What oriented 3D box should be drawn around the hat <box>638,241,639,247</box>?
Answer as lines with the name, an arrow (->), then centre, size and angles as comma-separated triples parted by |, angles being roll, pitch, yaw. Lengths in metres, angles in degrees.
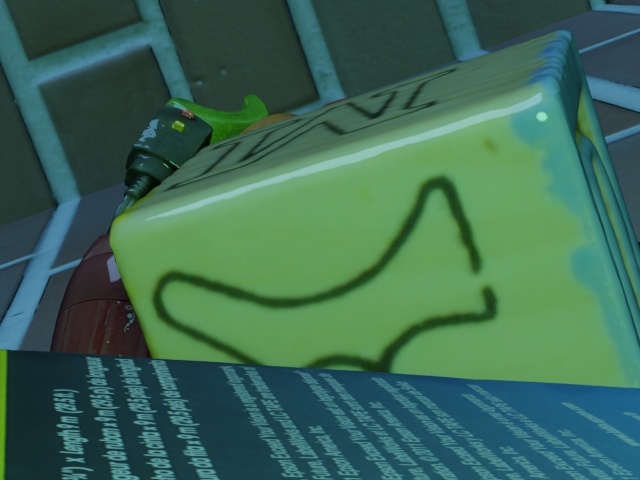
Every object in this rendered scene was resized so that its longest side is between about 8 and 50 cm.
hat -> 0.057, 0.008, 1.010 | 0.331, 0.134, 0.331 | -19, 9, 3

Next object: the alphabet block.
alphabet block -> 0.045, 0.030, 0.760 | 0.197, 0.192, 0.193 | -16, 9, 14

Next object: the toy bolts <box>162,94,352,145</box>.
toy bolts -> 0.000, 0.000, 1.225 | 0.228, 0.218, 0.158 | -11, 35, -40

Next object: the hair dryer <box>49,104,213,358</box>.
hair dryer -> -0.084, 0.084, 0.865 | 0.080, 0.224, 0.293 | 5, 31, 9

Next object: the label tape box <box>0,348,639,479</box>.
label tape box -> -0.016, 0.097, 0.394 | 0.333, 0.106, 0.240 | 5, 6, -10
